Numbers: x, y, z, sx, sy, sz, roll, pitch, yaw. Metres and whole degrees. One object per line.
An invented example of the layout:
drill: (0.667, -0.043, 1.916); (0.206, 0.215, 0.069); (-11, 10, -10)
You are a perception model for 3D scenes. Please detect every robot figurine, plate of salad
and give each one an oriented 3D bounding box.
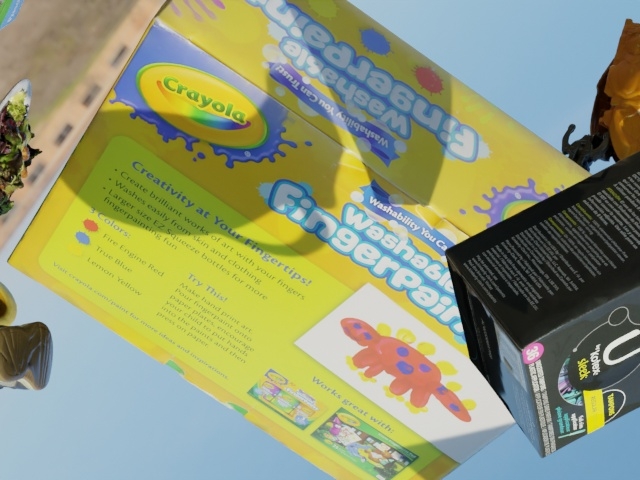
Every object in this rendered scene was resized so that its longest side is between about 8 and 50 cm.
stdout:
robot figurine: (0.344, -0.094, 1.364); (0.211, 0.085, 0.291); (4, -125, 25)
plate of salad: (-0.285, -0.045, 1.222); (0.200, 0.048, 0.199); (-157, -90, -87)

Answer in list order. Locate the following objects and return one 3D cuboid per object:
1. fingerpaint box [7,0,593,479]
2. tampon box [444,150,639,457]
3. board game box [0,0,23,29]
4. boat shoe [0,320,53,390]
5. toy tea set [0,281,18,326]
fingerpaint box: (0.000, 0.000, 1.248); (0.371, 0.445, 0.163); (-49, -170, 47)
tampon box: (0.180, 0.038, 0.902); (0.161, 0.120, 0.101); (-26, -134, -7)
board game box: (-0.192, -0.142, 0.703); (0.160, 0.039, 0.211); (-55, 180, 36)
boat shoe: (-0.245, 0.087, 1.088); (0.152, 0.049, 0.056); (62, 29, -79)
toy tea set: (-0.423, -0.025, 1.402); (0.124, 0.336, 0.200); (-40, 174, 30)
